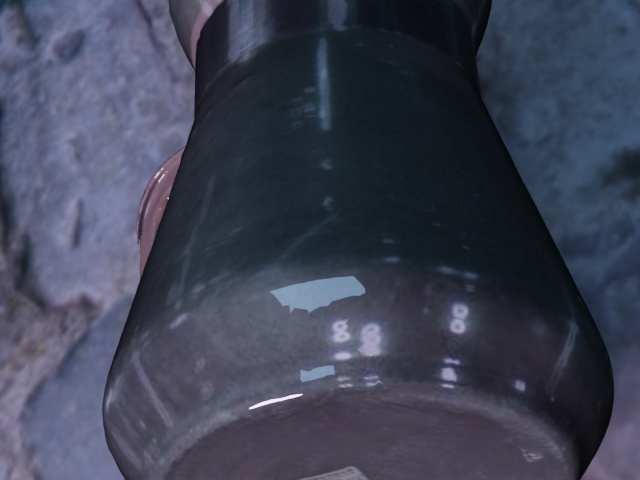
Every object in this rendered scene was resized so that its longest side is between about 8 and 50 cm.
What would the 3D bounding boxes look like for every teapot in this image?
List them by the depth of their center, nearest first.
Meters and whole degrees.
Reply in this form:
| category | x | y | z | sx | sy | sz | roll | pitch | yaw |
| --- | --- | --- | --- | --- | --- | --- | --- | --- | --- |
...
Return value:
| category | x | y | z | sx | sy | sz | roll | pitch | yaw |
| --- | --- | --- | --- | --- | --- | --- | --- | --- | --- |
| teapot | 0.000 | 0.000 | 0.913 | 0.300 | 0.253 | 0.344 | -34 | 42 | 35 |
